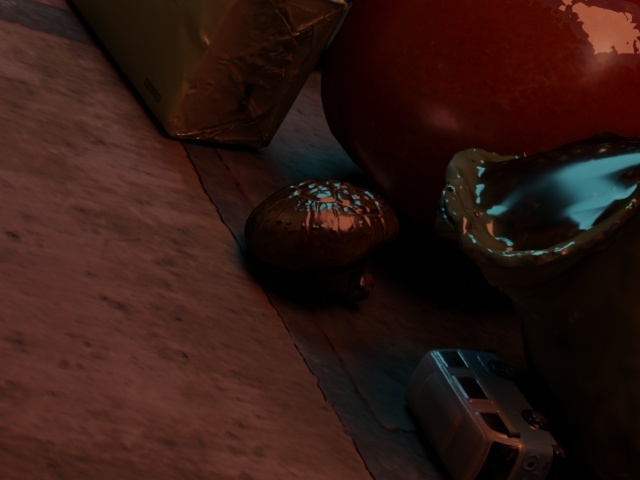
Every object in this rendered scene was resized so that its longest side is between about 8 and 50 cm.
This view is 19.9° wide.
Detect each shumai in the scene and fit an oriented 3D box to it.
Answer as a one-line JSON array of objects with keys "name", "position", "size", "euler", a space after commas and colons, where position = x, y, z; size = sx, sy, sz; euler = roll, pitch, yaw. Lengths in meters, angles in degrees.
[{"name": "shumai", "position": [0.201, 0.034, 1.329], "size": [0.288, 0.292, 0.330], "euler": [22, 0, -6]}]

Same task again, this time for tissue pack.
[{"name": "tissue pack", "position": [-0.103, -0.208, 1.568], "size": [0.125, 0.159, 0.234], "euler": [8, 33, -41]}]

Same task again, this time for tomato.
[{"name": "tomato", "position": [0.172, -0.117, 1.536], "size": [0.293, 0.290, 0.325], "euler": [47, 13, 33]}]

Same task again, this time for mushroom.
[{"name": "mushroom", "position": [0.003, -0.008, 1.395], "size": [0.109, 0.085, 0.126], "euler": [33, 19, 7]}]

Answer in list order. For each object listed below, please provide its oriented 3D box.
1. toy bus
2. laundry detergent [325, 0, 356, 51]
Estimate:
[{"name": "toy bus", "position": [0.112, 0.131, 1.287], "size": [0.075, 0.060, 0.123], "euler": [10, 29, -30]}, {"name": "laundry detergent", "position": [0.006, -0.375, 1.857], "size": [0.305, 0.287, 0.287], "euler": [42, 26, 22]}]
